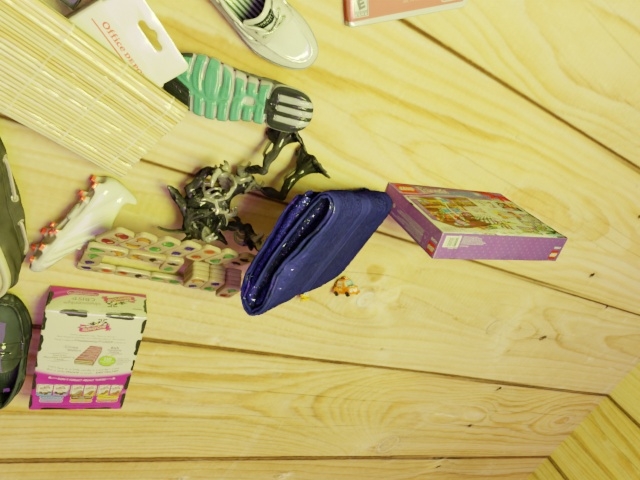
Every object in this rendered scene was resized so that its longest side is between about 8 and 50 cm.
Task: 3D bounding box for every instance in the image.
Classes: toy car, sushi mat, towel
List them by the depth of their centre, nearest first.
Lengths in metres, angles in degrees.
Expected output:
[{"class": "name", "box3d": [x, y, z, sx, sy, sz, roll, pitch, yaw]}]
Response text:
[{"class": "sushi mat", "box3d": [-0.329, -0.196, 0.534, 0.151, 0.019, 0.317, -37, 134, 23]}, {"class": "towel", "box3d": [0.000, 0.000, 0.787, 0.227, 0.076, 0.308, -52, 164, 20]}, {"class": "toy car", "box3d": [0.020, 0.101, 0.966, 0.122, 0.060, 0.040, -5, 92, -27]}]

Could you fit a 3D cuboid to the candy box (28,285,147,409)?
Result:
[{"class": "candy box", "box3d": [-0.418, 0.199, 0.835, 0.159, 0.071, 0.233, 11, 118, -28]}]

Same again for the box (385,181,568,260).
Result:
[{"class": "box", "box3d": [0.291, -0.036, 0.893, 0.294, 0.201, 0.057, 2, 120, -24]}]

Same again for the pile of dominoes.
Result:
[{"class": "pile of dominoes", "box3d": [-0.251, 0.050, 0.757, 0.251, 0.040, 0.196, 13, 152, -30]}]

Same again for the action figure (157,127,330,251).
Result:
[{"class": "action figure", "box3d": [-0.128, -0.066, 0.738, 0.276, 0.141, 0.164, -38, 130, 1]}]

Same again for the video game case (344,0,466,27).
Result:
[{"class": "video game case", "box3d": [0.122, -0.467, 0.645, 0.204, 0.025, 0.285, -16, 126, -12]}]

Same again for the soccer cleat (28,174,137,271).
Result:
[{"class": "soccer cleat", "box3d": [-0.370, -0.015, 0.717, 0.196, 0.068, 0.076, -45, 130, 6]}]

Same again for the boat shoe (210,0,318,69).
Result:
[{"class": "boat shoe", "box3d": [-0.087, -0.306, 0.632, 0.226, 0.075, 0.083, 27, 109, -34]}]

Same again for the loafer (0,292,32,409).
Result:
[{"class": "loafer", "box3d": [-0.529, 0.187, 0.775, 0.076, 0.078, 0.223, 4, 120, -25]}]

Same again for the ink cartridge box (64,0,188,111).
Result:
[{"class": "ink cartridge box", "box3d": [-0.279, -0.229, 0.588, 0.198, 0.067, 0.115, -24, 129, 9]}]

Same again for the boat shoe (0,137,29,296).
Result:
[{"class": "boat shoe", "box3d": [-0.477, -0.078, 0.626, 0.112, 0.095, 0.334, 1, 117, -10]}]

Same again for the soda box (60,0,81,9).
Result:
[{"class": "soda box", "box3d": [-0.266, -0.358, 0.536, 0.060, 0.053, 0.169, 33, 106, -35]}]

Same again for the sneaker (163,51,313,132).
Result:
[{"class": "sneaker", "box3d": [-0.119, -0.216, 0.687, 0.224, 0.098, 0.083, 18, 111, -5]}]
